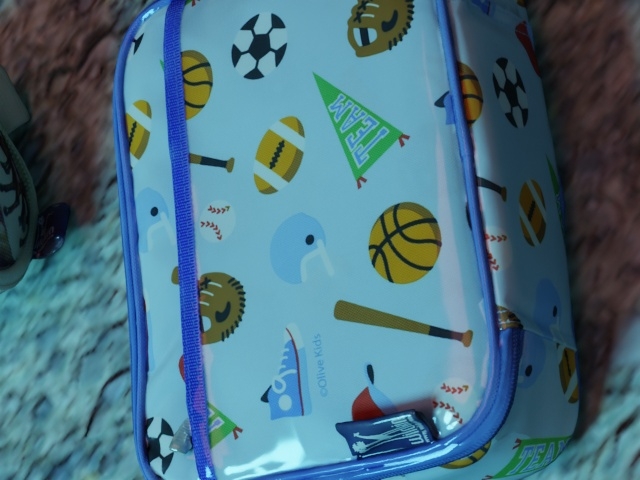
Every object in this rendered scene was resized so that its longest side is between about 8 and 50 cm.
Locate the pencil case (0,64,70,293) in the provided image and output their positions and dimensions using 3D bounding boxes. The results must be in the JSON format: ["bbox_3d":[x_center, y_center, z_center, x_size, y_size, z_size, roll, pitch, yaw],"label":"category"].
[{"bbox_3d":[-0.356,0.037,1.048,0.410,0.183,0.160,-29,94,22],"label":"pencil case"}]

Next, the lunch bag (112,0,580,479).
[{"bbox_3d":[0.000,0.000,0.874,0.243,0.115,0.303,-14,71,29],"label":"lunch bag"}]
